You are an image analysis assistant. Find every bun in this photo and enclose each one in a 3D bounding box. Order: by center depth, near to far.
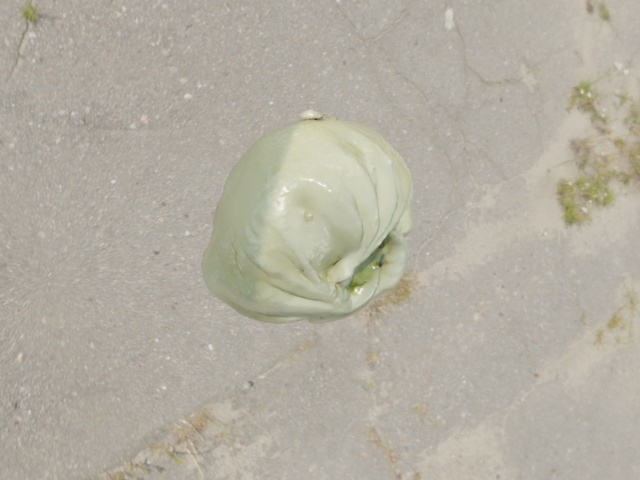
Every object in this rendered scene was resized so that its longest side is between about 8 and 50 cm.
[{"bbox_3d":[0.000,0.000,0.498,0.259,0.259,0.160,-17,59,-30],"label":"bun"}]
